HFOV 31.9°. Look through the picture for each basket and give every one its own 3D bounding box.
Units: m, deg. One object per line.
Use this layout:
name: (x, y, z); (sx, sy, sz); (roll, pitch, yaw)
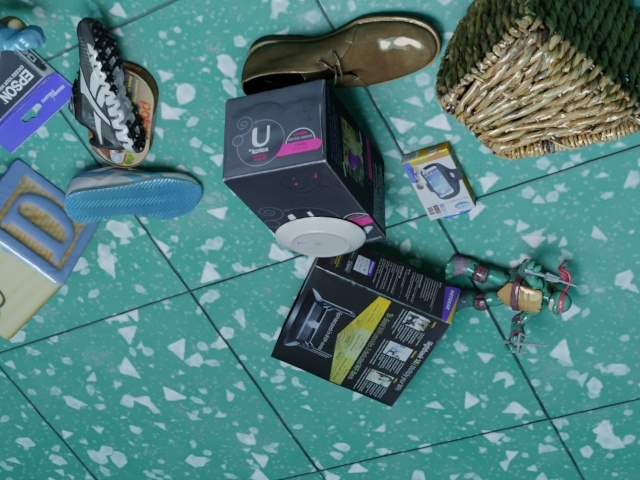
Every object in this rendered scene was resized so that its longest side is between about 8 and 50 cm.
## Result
basket: (0.297, -0.225, 1.495); (0.223, 0.299, 0.213); (35, 127, -13)

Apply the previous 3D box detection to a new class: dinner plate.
dinner plate: (0.000, 0.000, 1.729); (0.141, 0.017, 0.141); (2, 155, 1)

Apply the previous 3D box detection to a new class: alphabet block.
alphabet block: (-0.537, 0.017, 1.956); (0.192, 0.193, 0.197); (40, 125, -15)

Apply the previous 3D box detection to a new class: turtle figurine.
turtle figurine: (0.324, 0.095, 1.849); (0.234, 0.118, 0.175); (12, 112, 26)

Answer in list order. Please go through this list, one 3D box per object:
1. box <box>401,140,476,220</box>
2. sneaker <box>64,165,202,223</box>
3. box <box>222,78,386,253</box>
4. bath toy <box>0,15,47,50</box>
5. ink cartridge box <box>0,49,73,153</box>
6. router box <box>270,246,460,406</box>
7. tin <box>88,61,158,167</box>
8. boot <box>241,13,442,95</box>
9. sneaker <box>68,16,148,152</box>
box: (0.194, -0.088, 1.799); (0.081, 0.028, 0.136); (-17, 119, 24)
sneaker: (-0.315, -0.089, 1.893); (0.228, 0.092, 0.087); (-2, 126, -9)
box: (-0.018, -0.104, 1.697); (0.165, 0.143, 0.270); (-10, 152, 20)
bath toy: (-0.485, -0.441, 1.602); (0.129, 0.151, 0.348); (10, 126, 19)
ink cartridge box: (-0.540, -0.253, 1.847); (0.208, 0.045, 0.206); (42, 124, -19)
router box: (0.070, 0.144, 1.929); (0.242, 0.081, 0.309); (24, 141, -2)
tin: (-0.321, -0.205, 1.834); (0.106, 0.040, 0.190); (19, 128, 5)
boot: (0.028, -0.256, 1.660); (0.305, 0.115, 0.112); (-7, 122, 17)
sneaker: (-0.354, -0.234, 1.749); (0.106, 0.078, 0.234); (-5, 127, 14)
